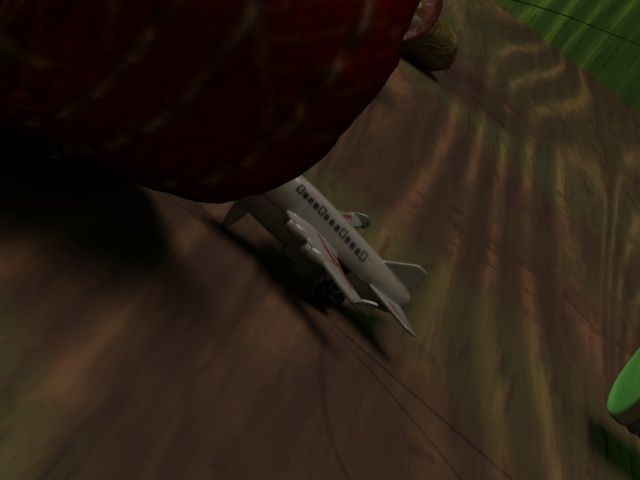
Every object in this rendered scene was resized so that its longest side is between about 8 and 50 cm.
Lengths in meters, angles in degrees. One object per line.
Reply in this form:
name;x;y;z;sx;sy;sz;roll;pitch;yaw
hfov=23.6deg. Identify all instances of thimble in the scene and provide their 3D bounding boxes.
thimble;-0.105;-0.200;0.923;0.231;0.350;0.350;21;24;-39

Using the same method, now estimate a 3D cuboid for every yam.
yam;0.037;-0.336;2.017;0.357;0.081;0.081;32;18;-24

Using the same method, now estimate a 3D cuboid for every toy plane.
toy plane;0.000;0.000;1.066;0.171;0.065;0.162;33;18;-12

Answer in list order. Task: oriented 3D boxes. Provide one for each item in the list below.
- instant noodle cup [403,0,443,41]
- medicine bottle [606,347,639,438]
instant noodle cup;0.001;-0.303;1.747;0.274;0.091;0.274;18;49;-22
medicine bottle;0.339;0.164;1.215;0.215;0.135;0.135;37;17;-5
